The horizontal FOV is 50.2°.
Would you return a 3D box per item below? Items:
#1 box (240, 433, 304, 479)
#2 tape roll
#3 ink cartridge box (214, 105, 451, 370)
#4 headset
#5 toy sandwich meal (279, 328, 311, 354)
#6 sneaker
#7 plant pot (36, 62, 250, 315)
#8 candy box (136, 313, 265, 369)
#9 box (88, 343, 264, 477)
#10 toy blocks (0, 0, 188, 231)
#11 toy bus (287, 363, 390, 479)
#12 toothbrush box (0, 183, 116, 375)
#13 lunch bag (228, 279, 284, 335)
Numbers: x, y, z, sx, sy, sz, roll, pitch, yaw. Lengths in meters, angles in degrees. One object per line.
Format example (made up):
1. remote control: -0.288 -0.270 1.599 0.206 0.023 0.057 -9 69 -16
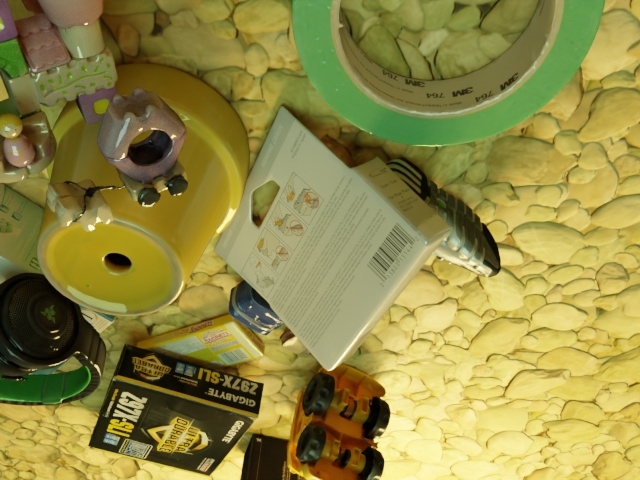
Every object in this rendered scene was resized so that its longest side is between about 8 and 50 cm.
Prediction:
1. box: -0.073 0.537 1.353 0.184 0.261 0.103 16 132 -10
2. tape roll: 0.131 -0.253 0.733 0.321 0.077 0.321 2 133 3
3. ink cartridge box: 0.000 0.000 0.945 0.261 0.066 0.296 46 133 15
4. headset: -0.449 0.142 0.894 0.243 0.185 0.394 -10 141 10
5. toy sandwich meal: -0.026 0.177 1.173 0.085 0.029 0.086 2 133 2
6. sneaker: 0.139 -0.009 0.964 0.228 0.086 0.132 40 129 -17
7. plant pot: -0.223 -0.047 0.837 0.253 0.239 0.254 1 133 1
8. candy box: -0.211 0.191 1.200 0.205 0.027 0.105 -18 128 20
9. box: -0.279 0.330 1.279 0.257 0.079 0.322 21 138 -13
10. toy blocks: -0.318 -0.179 0.620 0.288 0.309 0.260 -26 145 -23
11. toy bus: 0.005 0.361 1.223 0.149 0.220 0.211 28 135 -17
12. toothbrush box: -0.473 0.054 1.025 0.295 0.126 0.216 38 124 -26
13. lunch bag: -0.095 0.104 1.085 0.065 0.067 0.098 -34 124 30
